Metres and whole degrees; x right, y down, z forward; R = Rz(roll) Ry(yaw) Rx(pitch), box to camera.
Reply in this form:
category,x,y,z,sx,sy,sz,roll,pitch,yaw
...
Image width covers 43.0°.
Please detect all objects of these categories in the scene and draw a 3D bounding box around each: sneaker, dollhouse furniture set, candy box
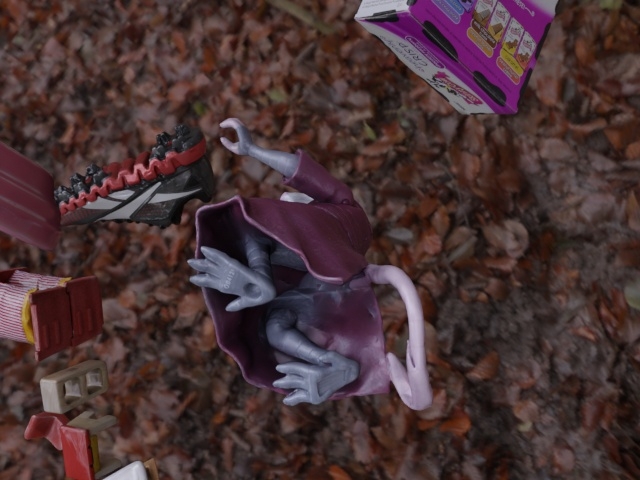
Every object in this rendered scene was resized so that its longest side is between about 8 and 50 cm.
category,x,y,z,sx,sy,sz,roll,pitch,yaw
sneaker,-0.279,-0.065,1.219,0.276,0.135,0.098,-22,26,8
dollhouse furniture set,-0.496,0.242,1.433,0.201,0.152,0.374,3,102,30
candy box,0.143,-0.250,0.706,0.071,0.159,0.234,12,74,51

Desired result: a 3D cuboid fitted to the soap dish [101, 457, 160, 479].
category,x,y,z,sx,sy,sz,roll,pitch,yaw
soap dish,-0.407,0.575,1.520,0.290,0.118,0.229,-30,36,-4

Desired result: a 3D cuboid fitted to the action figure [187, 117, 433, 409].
category,x,y,z,sx,sy,sz,roll,pitch,yaw
action figure,0.000,0.000,0.883,0.275,0.370,0.248,1,108,14

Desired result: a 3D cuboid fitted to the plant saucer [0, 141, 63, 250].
category,x,y,z,sx,sy,sz,roll,pitch,yaw
plant saucer,-0.432,-0.100,0.905,0.332,0.332,0.084,22,79,38
